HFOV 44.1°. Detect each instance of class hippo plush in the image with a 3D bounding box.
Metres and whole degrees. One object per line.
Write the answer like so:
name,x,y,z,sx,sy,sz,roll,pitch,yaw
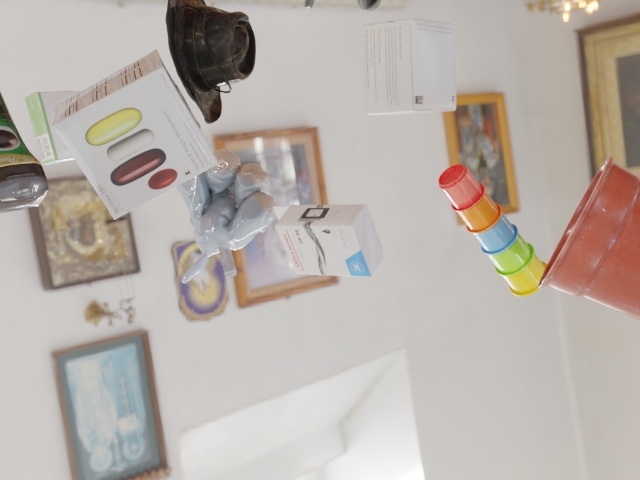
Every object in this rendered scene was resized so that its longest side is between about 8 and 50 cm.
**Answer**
hippo plush,-0.193,-0.057,1.866,0.234,0.294,0.236,-8,174,12

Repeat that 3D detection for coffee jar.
coffee jar,-0.428,-0.119,1.013,0.096,0.184,0.079,-16,158,-48

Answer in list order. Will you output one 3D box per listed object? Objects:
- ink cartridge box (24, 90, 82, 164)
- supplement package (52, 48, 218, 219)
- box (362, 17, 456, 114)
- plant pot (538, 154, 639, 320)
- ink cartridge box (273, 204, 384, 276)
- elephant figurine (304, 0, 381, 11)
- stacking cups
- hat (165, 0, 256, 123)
ink cartridge box,-0.610,-0.290,1.982,0.056,0.171,0.235,-11,-174,33
supplement package,-0.316,-0.184,1.356,0.203,0.194,0.149,-29,-152,-1
box,0.184,-0.349,1.607,0.119,0.182,0.181,3,-170,36
plant pot,0.573,0.027,1.411,0.265,0.272,0.272,28,-162,13
ink cartridge box,0.000,0.000,1.268,0.180,0.104,0.060,0,-142,33
elephant figurine,0.102,-0.643,1.912,0.239,0.169,0.186,3,172,-44
stacking cups,0.337,-0.017,1.571,0.096,0.316,0.096,-33,-150,22
hat,-0.209,-0.416,1.649,0.134,0.331,0.331,-12,-174,11
